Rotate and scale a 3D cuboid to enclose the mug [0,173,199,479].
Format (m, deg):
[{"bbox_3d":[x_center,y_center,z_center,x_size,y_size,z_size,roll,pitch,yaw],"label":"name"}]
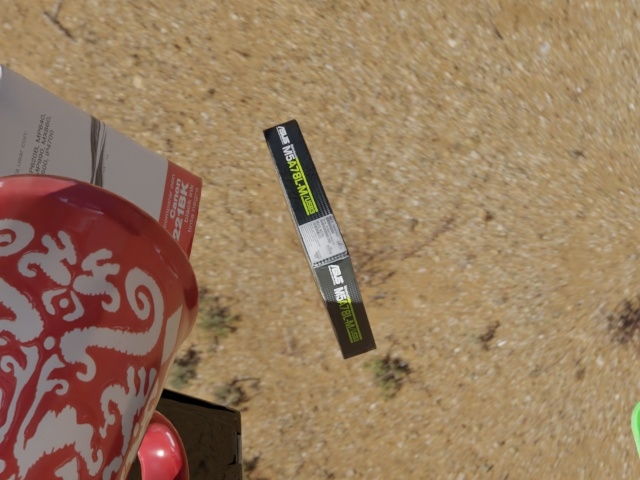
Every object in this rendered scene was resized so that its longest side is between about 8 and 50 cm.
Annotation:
[{"bbox_3d":[-0.102,0.079,0.411,0.150,0.169,0.113,32,128,-17],"label":"mug"}]

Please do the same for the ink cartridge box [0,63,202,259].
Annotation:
[{"bbox_3d":[-0.233,-0.033,0.767,0.196,0.273,0.114,7,82,21],"label":"ink cartridge box"}]

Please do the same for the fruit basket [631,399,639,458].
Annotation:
[{"bbox_3d":[0.489,0.248,1.000,0.392,0.392,0.283,-14,85,18],"label":"fruit basket"}]

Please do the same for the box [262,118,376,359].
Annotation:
[{"bbox_3d":[0.000,0.000,1.162,0.045,0.184,0.191,-21,53,1],"label":"box"}]

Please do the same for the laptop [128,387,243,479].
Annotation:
[{"bbox_3d":[-0.192,0.357,1.051,0.236,0.408,0.382,-22,59,32],"label":"laptop"}]
